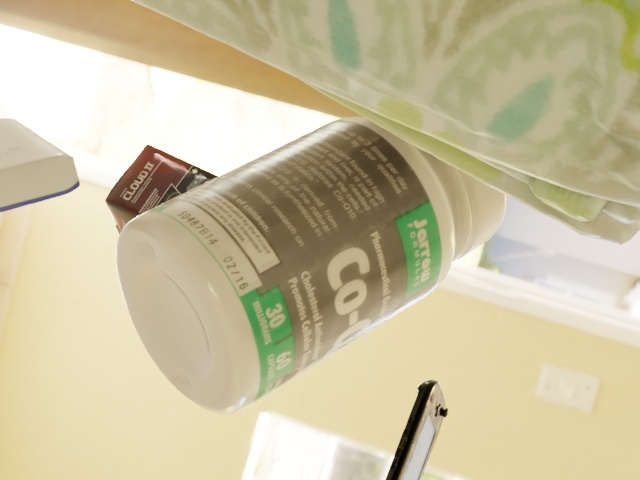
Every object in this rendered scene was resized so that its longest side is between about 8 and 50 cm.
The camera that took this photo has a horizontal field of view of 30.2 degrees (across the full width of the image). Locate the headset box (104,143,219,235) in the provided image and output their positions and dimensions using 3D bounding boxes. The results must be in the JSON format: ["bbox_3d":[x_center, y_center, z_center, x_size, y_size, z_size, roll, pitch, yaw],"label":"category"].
[{"bbox_3d":[-0.153,0.005,1.639,0.110,0.293,0.218,-57,159,-23],"label":"headset box"}]

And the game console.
[{"bbox_3d":[0.084,0.334,1.443,0.213,0.044,0.361,80,30,-60],"label":"game console"}]

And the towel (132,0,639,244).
[{"bbox_3d":[0.037,-0.202,0.345,0.090,0.320,0.374,-48,161,-46],"label":"towel"}]

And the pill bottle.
[{"bbox_3d":[0.000,0.000,1.166,0.361,0.204,0.204,-29,143,-30],"label":"pill bottle"}]

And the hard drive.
[{"bbox_3d":[-0.380,-0.066,1.194,0.318,0.210,0.040,-154,-130,-64],"label":"hard drive"}]
